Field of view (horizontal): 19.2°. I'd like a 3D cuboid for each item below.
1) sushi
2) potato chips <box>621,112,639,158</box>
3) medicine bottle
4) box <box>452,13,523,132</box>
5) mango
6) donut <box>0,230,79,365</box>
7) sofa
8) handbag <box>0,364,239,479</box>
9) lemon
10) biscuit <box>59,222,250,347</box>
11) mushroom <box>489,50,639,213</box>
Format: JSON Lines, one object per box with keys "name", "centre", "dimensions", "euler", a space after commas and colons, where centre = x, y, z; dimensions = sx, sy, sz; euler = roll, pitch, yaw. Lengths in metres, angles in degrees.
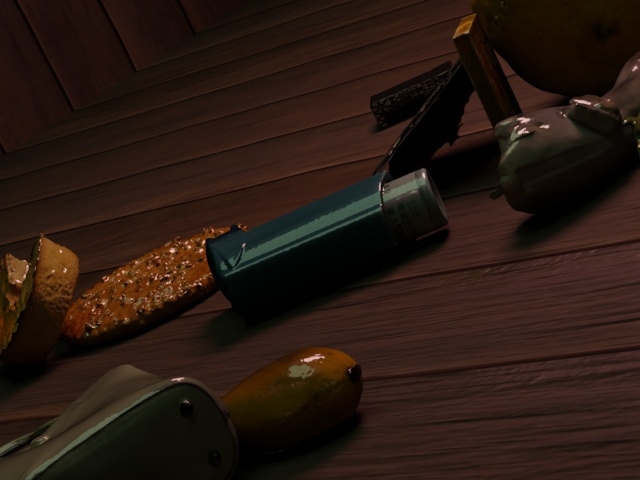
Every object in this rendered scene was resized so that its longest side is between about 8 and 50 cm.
{"name": "sushi", "centre": [0.127, -0.122, 2.084], "dimensions": [0.215, 0.050, 0.192], "euler": [-53, 2, 25]}
{"name": "potato chips", "centre": [0.445, -0.155, 1.638], "dimensions": [0.373, 0.097, 0.389], "euler": [-30, 14, 10]}
{"name": "medicine bottle", "centre": [0.000, 0.000, 1.901], "dimensions": [0.258, 0.079, 0.124], "euler": [-23, 14, 12]}
{"name": "box", "centre": [0.182, -0.156, 1.978], "dimensions": [0.022, 0.156, 0.089], "euler": [-23, 16, 16]}
{"name": "mango", "centre": [-0.036, 0.132, 1.536], "dimensions": [0.187, 0.066, 0.101], "euler": [-25, 10, 44]}
{"name": "donut", "centre": [-0.327, 0.076, 2.131], "dimensions": [0.181, 0.078, 0.146], "euler": [-23, 51, 60]}
{"name": "sofa", "centre": [0.123, -0.187, 2.442], "dimensions": [0.118, 0.039, 0.060], "euler": [-24, 13, 10]}
{"name": "handbag", "centre": [-0.218, 0.173, 1.560], "dimensions": [0.241, 0.109, 0.315], "euler": [-31, 19, -24]}
{"name": "lemon", "centre": [0.290, -0.288, 2.034], "dimensions": [0.293, 0.293, 0.293], "euler": [-25, 14, 7]}
{"name": "biscuit", "centre": [-0.189, 0.047, 2.158], "dimensions": [0.254, 0.035, 0.254], "euler": [-25, 14, 7]}
{"name": "mushroom", "centre": [0.261, -0.106, 1.811], "dimensions": [0.278, 0.099, 0.096], "euler": [-30, 27, -33]}
